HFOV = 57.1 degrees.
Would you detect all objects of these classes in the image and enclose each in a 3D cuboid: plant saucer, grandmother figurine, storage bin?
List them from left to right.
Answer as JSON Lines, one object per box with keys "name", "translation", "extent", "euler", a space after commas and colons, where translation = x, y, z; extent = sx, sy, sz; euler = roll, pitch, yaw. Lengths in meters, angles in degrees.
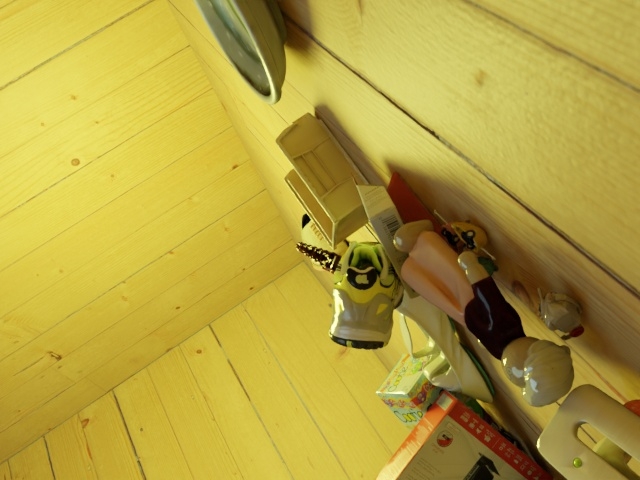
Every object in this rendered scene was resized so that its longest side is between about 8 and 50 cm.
{"name": "plant saucer", "translation": [-0.165, -0.474, 1.197], "extent": [0.400, 0.100, 0.400], "euler": [55, 172, 11]}
{"name": "storage bin", "translation": [0.007, -0.141, 1.445], "extent": [0.260, 0.123, 0.262], "euler": [54, 173, 12]}
{"name": "plant saucer", "translation": [0.202, 0.020, 1.172], "extent": [0.259, 0.047, 0.258], "euler": [55, 173, 18]}
{"name": "grandmother figurine", "translation": [0.237, 0.109, 0.872], "extent": [0.208, 0.104, 0.342], "euler": [51, 180, -41]}

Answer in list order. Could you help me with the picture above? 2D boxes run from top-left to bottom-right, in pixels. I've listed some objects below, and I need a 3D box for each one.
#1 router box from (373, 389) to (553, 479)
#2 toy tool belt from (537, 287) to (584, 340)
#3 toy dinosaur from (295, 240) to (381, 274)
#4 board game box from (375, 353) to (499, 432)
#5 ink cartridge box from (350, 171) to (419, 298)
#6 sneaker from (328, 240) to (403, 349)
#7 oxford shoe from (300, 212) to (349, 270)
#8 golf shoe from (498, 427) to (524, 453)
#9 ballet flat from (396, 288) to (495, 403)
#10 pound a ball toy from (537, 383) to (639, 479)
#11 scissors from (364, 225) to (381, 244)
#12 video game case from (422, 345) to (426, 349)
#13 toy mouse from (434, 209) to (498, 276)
{"name": "router box", "translation": [0.338, 0.580, 1.408], "extent": [0.335, 0.301, 0.082], "euler": [39, 176, -12]}
{"name": "toy tool belt", "translation": [0.312, 0.092, 0.767], "extent": [0.083, 0.052, 0.051], "euler": [32, -155, -42]}
{"name": "toy dinosaur", "translation": [0.095, 0.087, 1.467], "extent": [0.218, 0.322, 0.164], "euler": [166, 106, -76]}
{"name": "board game box", "translation": [0.304, 0.439, 1.525], "extent": [0.275, 0.144, 0.142], "euler": [49, 151, -11]}
{"name": "ink cartridge box", "translation": [0.133, -0.027, 1.116], "extent": [0.189, 0.066, 0.232], "euler": [59, -167, -27]}
{"name": "sneaker", "translation": [0.100, 0.064, 1.144], "extent": [0.385, 0.145, 0.147], "euler": [-78, -7, -71]}
{"name": "oxford shoe", "translation": [0.000, 0.000, 2.090], "extent": [0.146, 0.140, 0.397], "euler": [66, 168, -20]}
{"name": "golf shoe", "translation": [0.502, 0.575, 1.527], "extent": [0.198, 0.077, 0.094], "euler": [50, 171, 33]}
{"name": "ballet flat", "translation": [0.278, 0.257, 1.390], "extent": [0.400, 0.139, 0.139], "euler": [59, 172, -22]}
{"name": "pound a ball toy", "translation": [0.424, 0.291, 0.700], "extent": [0.208, 0.136, 0.319], "euler": [31, -175, -26]}
{"name": "scissors", "translation": [0.087, -0.079, 1.596], "extent": [0.297, 0.021, 0.109], "euler": [51, 170, 45]}
{"name": "video game case", "translation": [0.367, 0.378, 1.794], "extent": [0.119, 0.015, 0.166], "euler": [56, 173, 4]}
{"name": "toy mouse", "translation": [0.241, 0.014, 0.943], "extent": [0.161, 0.031, 0.143], "euler": [50, 171, 40]}
